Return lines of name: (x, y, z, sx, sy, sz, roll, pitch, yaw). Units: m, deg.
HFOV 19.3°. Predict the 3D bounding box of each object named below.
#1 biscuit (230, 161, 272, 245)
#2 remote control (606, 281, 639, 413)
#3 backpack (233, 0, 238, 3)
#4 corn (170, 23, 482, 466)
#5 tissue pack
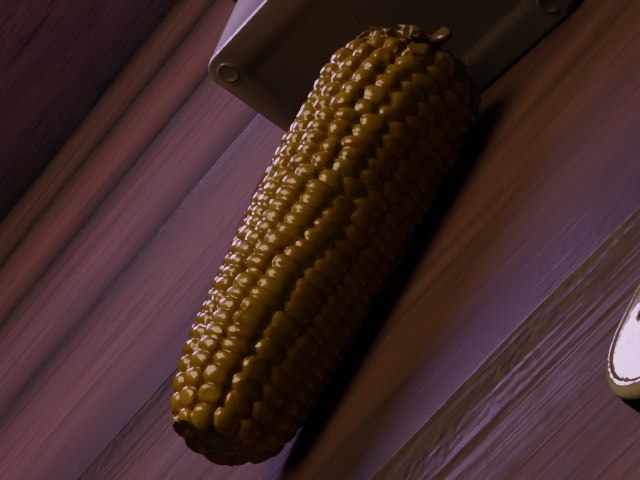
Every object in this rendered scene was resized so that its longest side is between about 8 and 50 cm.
biscuit: (-0.004, -0.082, 1.536, 0.236, 0.040, 0.144, -63, 9, -31)
remote control: (0.176, -0.023, 0.728, 0.221, 0.042, 0.078, -61, 15, -24)
backpack: (0.017, -0.351, 1.803, 0.378, 0.201, 0.353, -49, 9, 8)
corn: (0.000, 0.000, 1.159, 0.305, 0.106, 0.106, -62, 15, -22)
tissue pack: (0.057, -0.178, 1.296, 0.246, 0.159, 0.136, -40, 20, 43)
